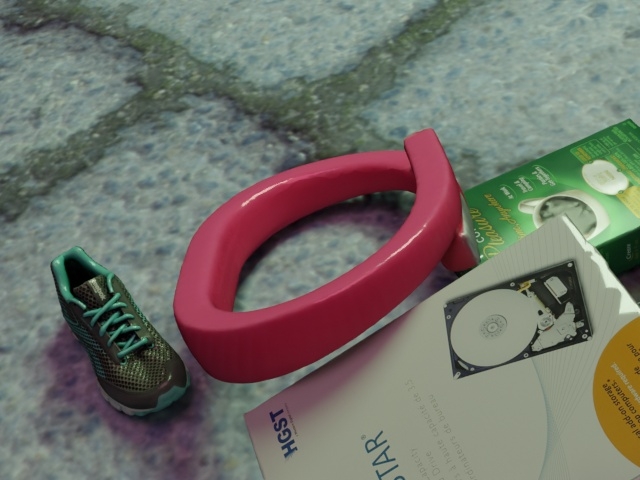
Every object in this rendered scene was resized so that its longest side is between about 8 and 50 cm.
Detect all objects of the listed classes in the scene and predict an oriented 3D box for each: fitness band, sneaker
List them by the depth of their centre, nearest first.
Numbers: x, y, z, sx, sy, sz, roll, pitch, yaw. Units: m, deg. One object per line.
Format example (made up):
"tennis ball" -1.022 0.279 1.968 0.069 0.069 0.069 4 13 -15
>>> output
"fitness band" 0.000 0.000 0.761 0.209 0.054 0.291 -21 20 9
"sneaker" -0.157 0.063 0.801 0.065 0.076 0.166 -36 46 -18

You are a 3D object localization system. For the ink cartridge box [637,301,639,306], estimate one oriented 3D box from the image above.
"ink cartridge box" 0.192 0.129 0.647 0.208 0.045 0.206 -17 43 2

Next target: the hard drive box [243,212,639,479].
"hard drive box" 0.093 0.122 0.608 0.232 0.089 0.181 -34 41 6

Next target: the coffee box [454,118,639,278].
"coffee box" 0.182 -0.016 0.802 0.184 0.040 0.113 -24 43 -9
